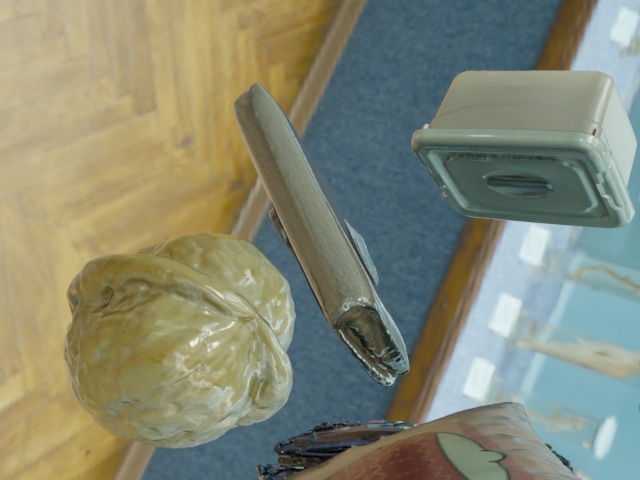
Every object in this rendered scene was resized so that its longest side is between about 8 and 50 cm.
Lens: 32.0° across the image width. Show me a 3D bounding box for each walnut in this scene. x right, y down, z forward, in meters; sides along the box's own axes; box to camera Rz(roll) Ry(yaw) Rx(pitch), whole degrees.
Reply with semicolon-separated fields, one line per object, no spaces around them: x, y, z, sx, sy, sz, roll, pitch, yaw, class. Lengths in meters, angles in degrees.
-0.141;0.099;1.144;0.224;0.257;0.257;-56;144;-37;walnut

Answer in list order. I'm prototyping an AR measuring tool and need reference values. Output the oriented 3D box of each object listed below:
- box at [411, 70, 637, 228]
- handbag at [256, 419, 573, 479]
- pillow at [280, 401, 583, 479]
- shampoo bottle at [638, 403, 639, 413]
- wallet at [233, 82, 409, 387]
0.128;-0.057;0.671;0.089;0.122;0.062;50;56;-46;box
0.071;0.200;0.887;0.162;0.260;0.113;-1;90;-54;handbag
0.042;0.159;0.510;0.223;0.236;0.084;-22;114;-11;pillow
0.368;0.250;0.919;0.153;0.071;0.284;2;62;-30;shampoo bottle
0.000;0.000;0.597;0.039;0.152;0.118;-30;147;3;wallet
